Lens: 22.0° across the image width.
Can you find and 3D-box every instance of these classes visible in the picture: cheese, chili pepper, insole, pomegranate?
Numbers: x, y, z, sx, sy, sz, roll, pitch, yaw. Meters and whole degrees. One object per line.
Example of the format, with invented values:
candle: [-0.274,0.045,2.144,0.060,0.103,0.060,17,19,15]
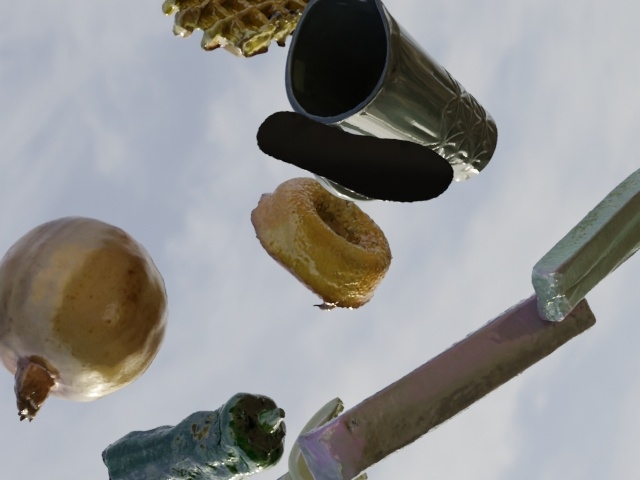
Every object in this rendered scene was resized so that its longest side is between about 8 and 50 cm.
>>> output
cheese: [-0.026,0.349,2.455,0.127,0.235,0.050,53,-169,6]
chili pepper: [-0.143,0.269,2.119,0.136,0.270,0.099,55,-149,-10]
insole: [0.037,-0.088,1.776,0.003,0.232,0.080,-109,39,-56]
pomegranate: [-0.264,0.073,1.765,0.207,0.207,0.207,-1,-89,-62]

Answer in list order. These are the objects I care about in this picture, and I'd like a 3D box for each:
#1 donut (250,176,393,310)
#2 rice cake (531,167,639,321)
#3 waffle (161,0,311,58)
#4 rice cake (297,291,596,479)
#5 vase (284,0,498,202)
donut: [0.002,0.002,2.677,0.118,0.253,0.253,-52,-16,25]
rice cake: [0.300,0.006,1.765,0.222,0.042,0.080,-38,-46,-36]
waffle: [-0.098,-0.348,2.314,0.065,0.310,0.283,113,162,-44]
rice cake: [0.143,0.141,1.706,0.399,0.064,0.070,-29,-97,-31]
vase: [0.090,-0.155,1.963,0.301,0.156,0.251,27,-97,-49]
